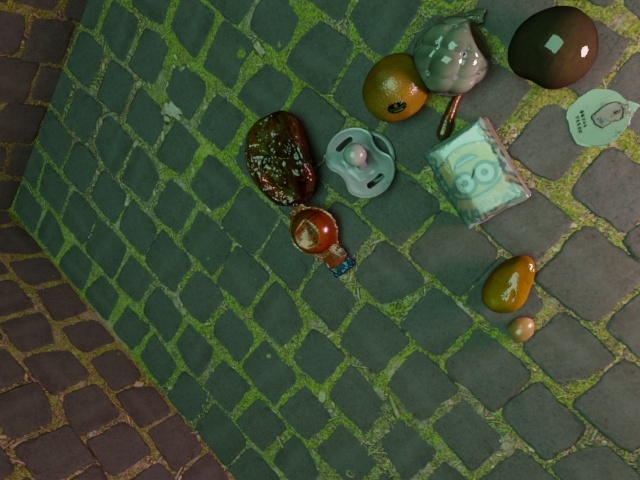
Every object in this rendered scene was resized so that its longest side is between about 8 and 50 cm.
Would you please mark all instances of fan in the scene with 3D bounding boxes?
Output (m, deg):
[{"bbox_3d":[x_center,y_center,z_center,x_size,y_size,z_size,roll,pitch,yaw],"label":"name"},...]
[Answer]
[{"bbox_3d":[0.915,-0.391,1.566,0.310,0.010,0.182,-14,92,31],"label":"fan"}]

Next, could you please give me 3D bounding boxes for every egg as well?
[{"bbox_3d":[0.688,0.304,1.779,0.096,0.080,0.080,-34,82,20],"label":"egg"}]

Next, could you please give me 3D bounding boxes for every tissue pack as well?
[{"bbox_3d":[0.524,-0.225,1.746,0.228,0.128,0.310,-31,85,29],"label":"tissue pack"}]

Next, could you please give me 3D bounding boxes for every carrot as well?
[{"bbox_3d":[0.453,-0.450,1.794,0.048,0.048,0.216,25,105,23],"label":"carrot"}]

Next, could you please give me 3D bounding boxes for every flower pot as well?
[{"bbox_3d":[0.425,-0.589,1.669,0.195,0.246,0.246,-21,88,39],"label":"flower pot"}]

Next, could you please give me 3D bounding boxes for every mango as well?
[{"bbox_3d":[0.643,0.150,1.760,0.227,0.109,0.147,-57,48,25],"label":"mango"}]

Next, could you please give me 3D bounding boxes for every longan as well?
[{"bbox_3d":[0.685,-0.567,1.544,0.248,0.248,0.248,6,102,28],"label":"longan"}]

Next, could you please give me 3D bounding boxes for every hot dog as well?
[{"bbox_3d":[-0.154,-0.320,2.073,0.267,0.174,0.387,-17,89,28],"label":"hot dog"}]

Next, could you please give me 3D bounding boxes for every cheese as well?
[{"bbox_3d":[0.000,0.000,2.077,0.217,0.129,0.329,-40,91,25],"label":"cheese"}]

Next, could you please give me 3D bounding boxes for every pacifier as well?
[{"bbox_3d":[0.148,-0.300,1.888,0.238,0.226,0.287,-37,81,10],"label":"pacifier"}]

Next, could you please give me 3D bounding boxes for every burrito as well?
[{"bbox_3d":[0.465,-0.733,1.731,0.171,0.042,0.051,0,69,24],"label":"burrito"}]

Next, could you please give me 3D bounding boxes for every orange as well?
[{"bbox_3d":[0.259,-0.523,1.786,0.236,0.236,0.236,6,102,28],"label":"orange"}]
